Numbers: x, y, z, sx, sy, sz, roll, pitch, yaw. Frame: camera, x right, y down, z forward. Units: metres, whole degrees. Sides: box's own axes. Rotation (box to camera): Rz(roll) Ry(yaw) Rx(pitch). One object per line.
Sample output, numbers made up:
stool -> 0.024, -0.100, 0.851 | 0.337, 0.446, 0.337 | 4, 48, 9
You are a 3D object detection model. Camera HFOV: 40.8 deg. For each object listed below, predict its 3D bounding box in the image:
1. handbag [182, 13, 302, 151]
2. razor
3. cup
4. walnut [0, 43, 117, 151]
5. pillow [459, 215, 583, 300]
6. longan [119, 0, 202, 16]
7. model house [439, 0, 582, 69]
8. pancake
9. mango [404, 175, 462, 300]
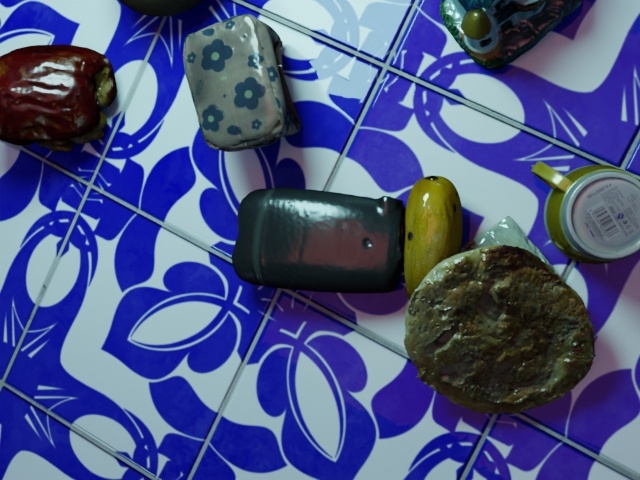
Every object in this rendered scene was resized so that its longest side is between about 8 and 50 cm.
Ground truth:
handbag -> -0.145, -0.301, 1.719 | 0.190, 0.193, 0.252 | -16, 86, 21
razor -> -0.001, 0.000, 1.712 | 0.349, 0.113, 0.204 | 3, 87, 16
cup -> 0.473, -0.061, 1.519 | 0.241, 0.226, 0.185 | 36, 98, 6
walnut -> -0.575, -0.292, 1.845 | 0.269, 0.222, 0.244 | 0, 121, 8
pillow -> 0.377, 0.073, 1.635 | 0.128, 0.051, 0.229 | -40, 79, 9
longan -> -0.325, -0.581, 1.758 | 0.258, 0.258, 0.258 | 0, 89, 16
model house -> 0.330, -0.464, 1.542 | 0.253, 0.291, 0.184 | -34, 75, 13
pancake -> 0.321, 0.171, 1.584 | 0.356, 0.065, 0.356 | 1, 111, 3
mango -> 0.214, 0.005, 1.633 | 0.108, 0.157, 0.262 | 2, 105, 9
